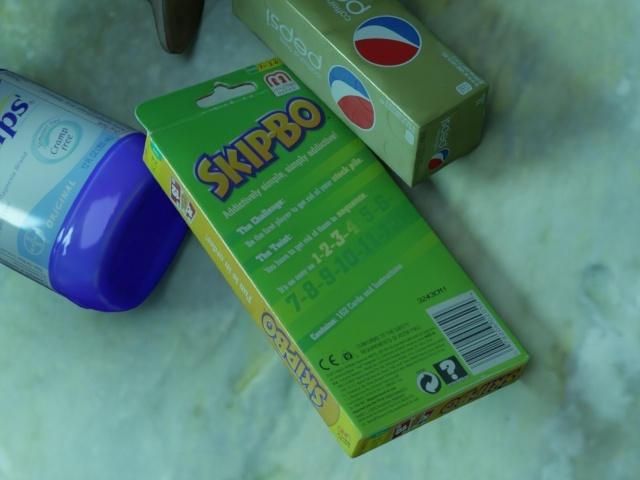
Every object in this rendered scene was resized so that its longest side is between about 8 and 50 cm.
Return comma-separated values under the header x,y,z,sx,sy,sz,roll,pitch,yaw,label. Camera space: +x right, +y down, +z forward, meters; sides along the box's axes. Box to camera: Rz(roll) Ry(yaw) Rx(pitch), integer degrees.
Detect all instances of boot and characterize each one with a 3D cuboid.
x,y,z,sx,sy,sz,roll,pitch,yaw,label
-0.122,-0.182,1.188,0.087,0.042,0.118,1,77,30,boot

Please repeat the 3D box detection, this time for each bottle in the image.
x,y,z,sx,sy,sz,roll,pitch,yaw,label
-0.219,-0.054,1.166,0.282,0.092,0.118,26,83,27,bottle

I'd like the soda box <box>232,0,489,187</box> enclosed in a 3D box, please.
x,y,z,sx,sy,sz,roll,pitch,yaw,label
0.021,-0.119,1.083,0.058,0.061,0.181,-33,63,-23,soda box

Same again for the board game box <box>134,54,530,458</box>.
x,y,z,sx,sy,sz,roll,pitch,yaw,label
0.000,0.000,1.051,0.124,0.039,0.259,-22,64,-29,board game box
